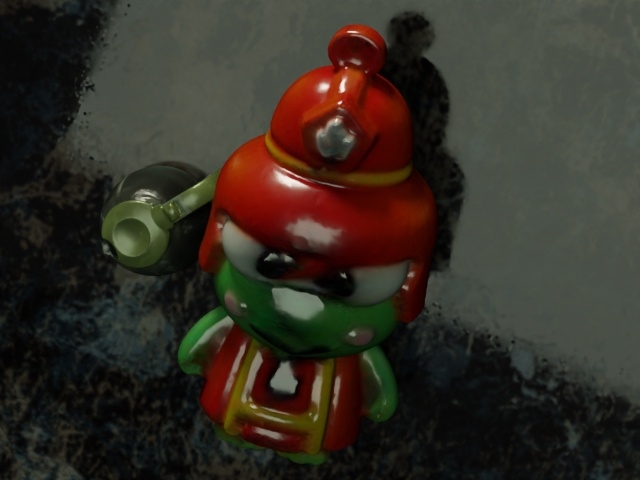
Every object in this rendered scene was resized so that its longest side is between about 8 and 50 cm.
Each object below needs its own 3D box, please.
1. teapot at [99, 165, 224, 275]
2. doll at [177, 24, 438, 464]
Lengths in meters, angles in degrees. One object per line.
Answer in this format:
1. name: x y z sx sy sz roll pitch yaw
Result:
1. teapot: -0.133 -0.024 1.335 0.092 0.091 0.124 31 105 3
2. doll: 0.000 0.001 1.268 0.183 0.160 0.363 16 121 7
